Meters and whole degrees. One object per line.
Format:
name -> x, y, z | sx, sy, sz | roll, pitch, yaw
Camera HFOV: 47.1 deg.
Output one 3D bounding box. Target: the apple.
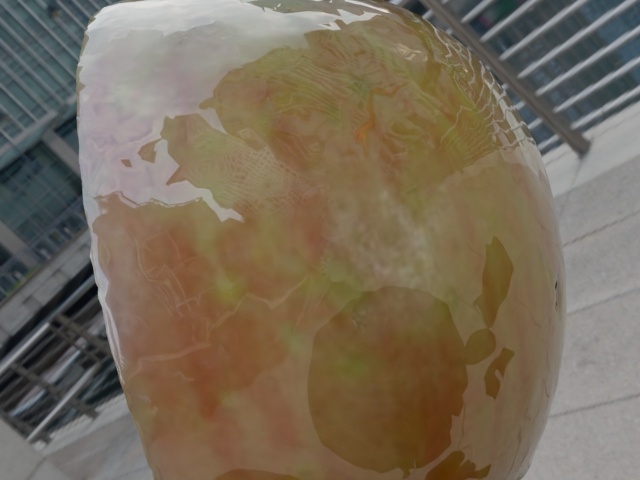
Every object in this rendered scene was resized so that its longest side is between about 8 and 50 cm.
apple -> 0.000, 0.000, 0.439 | 0.314, 0.309, 0.252 | -20, 15, -36
